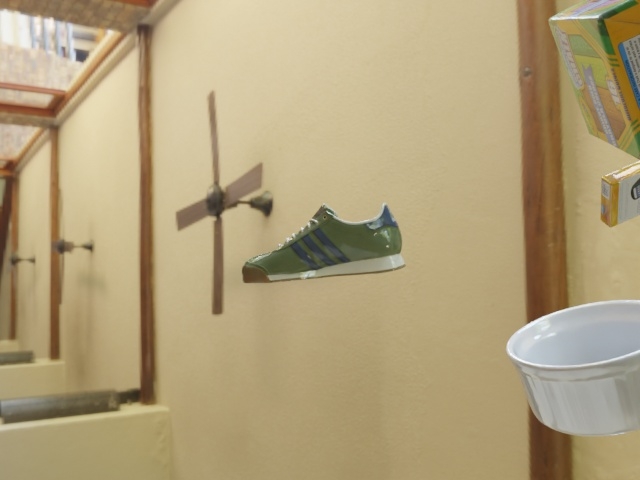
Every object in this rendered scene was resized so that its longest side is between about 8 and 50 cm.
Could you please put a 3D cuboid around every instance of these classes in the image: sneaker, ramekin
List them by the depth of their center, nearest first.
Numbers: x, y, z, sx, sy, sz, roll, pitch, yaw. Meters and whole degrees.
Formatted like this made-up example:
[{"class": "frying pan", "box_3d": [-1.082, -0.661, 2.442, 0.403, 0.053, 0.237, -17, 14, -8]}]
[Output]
[{"class": "sneaker", "box_3d": [0.000, 0.000, 0.787, 0.064, 0.192, 0.086, -32, 116, -84]}, {"class": "ramekin", "box_3d": [0.468, 0.213, 1.135, 0.277, 0.277, 0.135, -4, -74, 58]}]

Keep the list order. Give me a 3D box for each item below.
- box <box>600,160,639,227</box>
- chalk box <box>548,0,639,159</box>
[{"class": "box", "box_3d": [0.477, -0.080, 0.984, 0.028, 0.136, 0.081, -123, -167, -51]}, {"class": "chalk box", "box_3d": [0.411, -0.233, 0.835, 0.180, 0.179, 0.289, 63, 11, -13]}]
